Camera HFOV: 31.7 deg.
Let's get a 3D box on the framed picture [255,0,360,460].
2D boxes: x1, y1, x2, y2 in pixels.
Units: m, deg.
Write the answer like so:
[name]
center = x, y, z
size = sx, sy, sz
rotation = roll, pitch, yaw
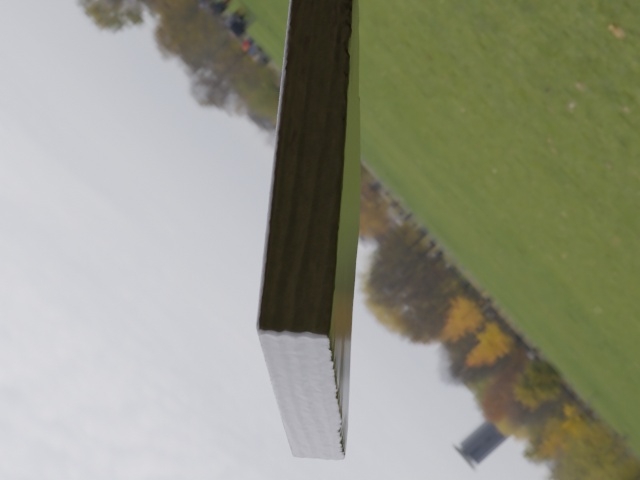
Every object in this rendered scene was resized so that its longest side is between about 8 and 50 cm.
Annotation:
[framed picture]
center = 0.000, 0.000, 0.411
size = 0.168, 0.023, 0.128
rotation = 84, -171, -67
